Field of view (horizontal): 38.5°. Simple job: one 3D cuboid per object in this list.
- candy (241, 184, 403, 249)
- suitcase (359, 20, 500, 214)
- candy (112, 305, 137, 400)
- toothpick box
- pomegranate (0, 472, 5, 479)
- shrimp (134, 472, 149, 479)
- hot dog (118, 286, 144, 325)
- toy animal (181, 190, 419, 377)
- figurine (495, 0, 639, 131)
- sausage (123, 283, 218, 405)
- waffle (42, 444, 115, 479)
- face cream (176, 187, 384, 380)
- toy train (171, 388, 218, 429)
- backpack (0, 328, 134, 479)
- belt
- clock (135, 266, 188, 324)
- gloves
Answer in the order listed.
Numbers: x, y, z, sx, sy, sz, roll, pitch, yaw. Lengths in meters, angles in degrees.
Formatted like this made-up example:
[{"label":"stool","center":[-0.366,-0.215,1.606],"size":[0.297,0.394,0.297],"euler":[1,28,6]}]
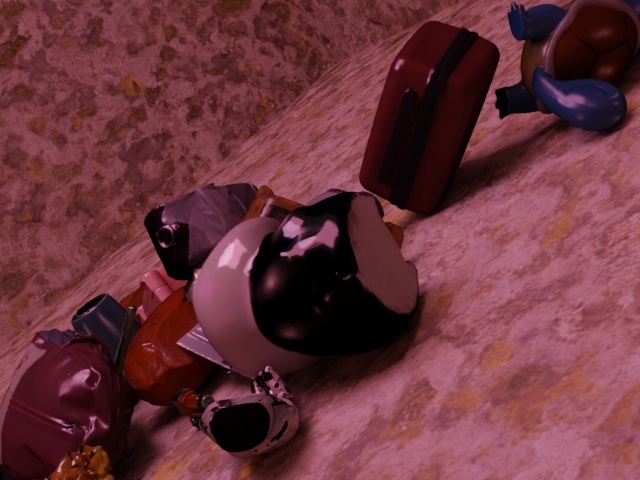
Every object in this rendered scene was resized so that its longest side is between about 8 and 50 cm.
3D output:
[{"label":"candy","center":[0.000,0.000,1.483],"size":[0.101,0.271,0.143],"euler":[84,-153,-66]},{"label":"suitcase","center":[0.192,-0.218,1.634],"size":[0.236,0.161,0.297],"euler":[-55,-14,-49]},{"label":"candy","center":[-0.369,0.214,1.698],"size":[0.092,0.093,0.335],"euler":[-24,-23,-34]},{"label":"toothpick box","center":[-0.431,0.204,1.921],"size":[0.120,0.184,0.120],"euler":[-32,16,10]},{"label":"pomegranate","center":[-0.620,0.468,1.614],"size":[0.187,0.187,0.225],"euler":[-39,43,-12]},{"label":"shrimp","center":[-0.274,0.382,1.291],"size":[0.065,0.056,0.165],"euler":[-45,18,32]},{"label":"hot dog","center":[-0.370,0.142,2.105],"size":[0.272,0.122,0.196],"euler":[-36,11,45]},{"label":"toy animal","center":[-0.040,0.073,1.328],"size":[0.310,0.251,0.251],"euler":[-26,18,27]},{"label":"figurine","center":[0.435,-0.335,1.584],"size":[0.243,0.298,0.416],"euler":[12,41,23]},{"label":"sausage","center":[-0.248,0.185,1.634],"size":[0.141,0.153,0.268],"euler":[-58,-2,40]},{"label":"waffle","center":[-0.366,0.416,1.288],"size":[0.243,0.058,0.238],"euler":[-58,29,0]},{"label":"face cream","center":[-0.033,0.063,1.568],"size":[0.234,0.137,0.420],"euler":[18,52,37]},{"label":"toy train","center":[-0.186,0.263,1.435],"size":[0.044,0.064,0.103],"euler":[-43,16,-30]},{"label":"backpack","center":[-0.412,0.298,1.542],"size":[0.317,0.197,0.283],"euler":[3,77,51]},{"label":"belt","center":[-0.187,-0.004,1.690],"size":[0.184,0.164,0.289],"euler":[-35,-14,26]},{"label":"clock","center":[-0.243,0.104,1.885],"size":[0.241,0.142,0.227],"euler":[-34,-14,-28]},{"label":"gloves","center":[-0.091,0.241,1.238],"size":[0.127,0.111,0.212],"euler":[-41,-13,1]}]
